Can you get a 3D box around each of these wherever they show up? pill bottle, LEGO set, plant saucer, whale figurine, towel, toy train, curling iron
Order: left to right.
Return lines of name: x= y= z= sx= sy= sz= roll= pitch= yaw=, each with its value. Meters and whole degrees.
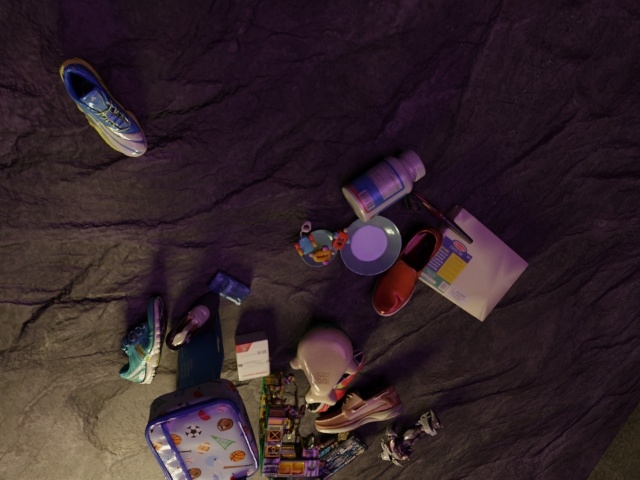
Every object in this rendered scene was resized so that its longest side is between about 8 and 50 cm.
towel: x=-0.265 y=0.140 z=1.246 sx=0.119 sy=0.029 sz=0.067 roll=35 pitch=98 yaw=-28
LEGO set: x=-0.082 y=0.556 z=1.312 sx=0.191 sy=0.331 sz=0.255 roll=6 pitch=86 yaw=-11
plant saucer: x=-0.006 y=0.020 z=1.291 sx=0.119 sy=0.021 sz=0.120 roll=-8 pitch=115 yaw=-17
toy train: x=0.000 y=0.000 z=1.248 sx=0.166 sy=0.046 sz=0.125 roll=17 pitch=104 yaw=-28
whale figurine: x=0.012 y=0.392 z=1.380 sx=0.216 sy=0.141 sz=0.272 roll=3 pitch=107 yaw=1
plant saucer: x=0.152 y=0.011 z=1.325 sx=0.194 sy=0.037 sz=0.195 roll=-3 pitch=110 yaw=-8
pill bottle: x=0.183 y=-0.162 z=1.224 sx=0.221 sy=0.124 sz=0.124 roll=-34 pitch=119 yaw=-4
curling iron: x=0.368 y=-0.068 z=1.342 sx=0.273 sy=0.035 sz=0.068 roll=32 pitch=88 yaw=-12

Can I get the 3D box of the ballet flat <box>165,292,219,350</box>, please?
ballet flat: x=-0.364 y=0.237 z=1.221 sx=0.203 sy=0.074 sz=0.074 roll=-46 pitch=119 yaw=0

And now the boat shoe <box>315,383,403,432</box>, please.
boat shoe: x=0.132 y=0.600 z=1.548 sx=0.324 sy=0.123 sz=0.117 roll=-16 pitch=83 yaw=-3

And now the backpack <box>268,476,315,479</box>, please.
backpack: x=-0.089 y=0.912 z=1.560 sx=0.144 sy=0.166 sz=0.189 roll=-26 pitch=121 yaw=3

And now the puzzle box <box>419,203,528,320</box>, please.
puzzle box: x=0.517 y=0.088 z=1.489 sx=0.408 sy=0.052 sz=0.272 roll=33 pitch=99 yaw=-28

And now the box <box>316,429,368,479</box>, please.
box: x=0.056 y=0.798 z=1.605 sx=0.220 sy=0.051 sz=0.175 roll=-35 pitch=134 yaw=-2

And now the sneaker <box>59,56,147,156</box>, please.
sneaker: x=-0.478 y=-0.278 z=0.937 sx=0.091 sy=0.126 sz=0.240 roll=-36 pitch=119 yaw=-2

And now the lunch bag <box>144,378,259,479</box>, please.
lunch bag: x=-0.293 y=0.505 z=1.072 sx=0.243 sy=0.115 sz=0.304 roll=-16 pitch=114 yaw=-10

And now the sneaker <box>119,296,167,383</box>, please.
sneaker: x=-0.492 y=0.282 z=1.189 sx=0.109 sy=0.107 sz=0.276 roll=14 pitch=107 yaw=-15

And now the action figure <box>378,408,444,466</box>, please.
action figure: x=0.351 y=0.788 z=1.708 sx=0.284 sy=0.099 sz=0.185 roll=-34 pitch=126 yaw=1

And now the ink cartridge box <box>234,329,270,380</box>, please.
ink cartridge box: x=-0.214 y=0.359 z=1.342 sx=0.099 sy=0.056 sz=0.136 roll=-7 pitch=114 yaw=-16

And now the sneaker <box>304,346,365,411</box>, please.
sneaker: x=0.059 y=0.480 z=1.484 sx=0.279 sy=0.107 sz=0.118 roll=-49 pitch=137 yaw=9

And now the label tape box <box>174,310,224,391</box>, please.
label tape box: x=-0.352 y=0.400 z=1.207 sx=0.105 sy=0.241 sz=0.334 roll=6 pitch=109 yaw=-20

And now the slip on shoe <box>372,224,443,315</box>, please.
slip on shoe: x=0.268 y=0.093 z=1.350 sx=0.331 sy=0.123 sz=0.101 roll=-55 pitch=163 yaw=8
